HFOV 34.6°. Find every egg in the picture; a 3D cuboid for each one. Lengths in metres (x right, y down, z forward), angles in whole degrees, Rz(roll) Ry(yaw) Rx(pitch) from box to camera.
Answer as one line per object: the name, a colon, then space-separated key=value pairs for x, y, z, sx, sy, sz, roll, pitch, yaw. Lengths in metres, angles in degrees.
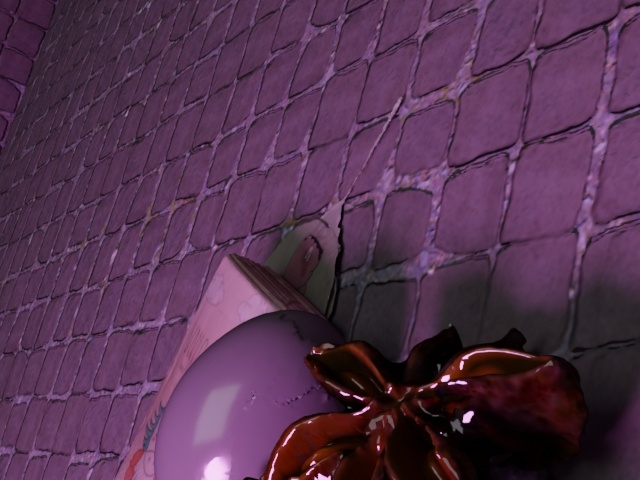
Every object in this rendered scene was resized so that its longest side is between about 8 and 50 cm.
egg: x=-0.047 y=0.146 z=0.783 sx=0.198 sy=0.146 sz=0.146 roll=-66 pitch=27 yaw=8

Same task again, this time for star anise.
star anise: x=0.066 y=0.127 z=0.634 sx=0.190 sy=0.126 sz=0.220 roll=-56 pitch=29 yaw=-7

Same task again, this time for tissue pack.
tissue pack: x=-0.112 y=0.183 z=0.944 sx=0.325 sy=0.071 sz=0.170 roll=-64 pitch=25 yaw=7

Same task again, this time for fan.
fan: x=-0.001 y=0.000 z=0.969 sx=0.310 sy=0.010 sz=0.182 roll=-62 pitch=27 yaw=8
